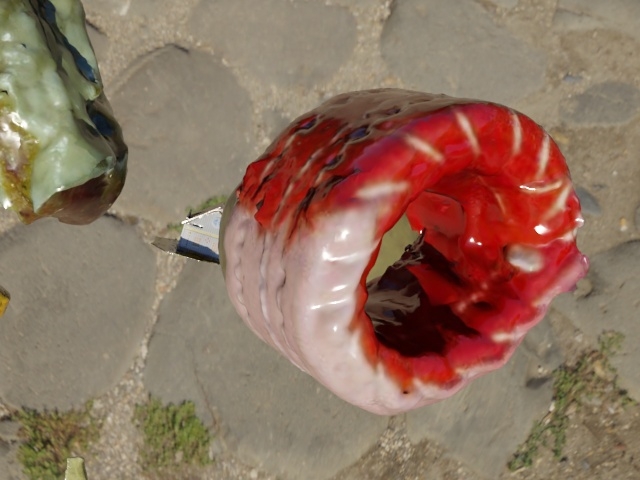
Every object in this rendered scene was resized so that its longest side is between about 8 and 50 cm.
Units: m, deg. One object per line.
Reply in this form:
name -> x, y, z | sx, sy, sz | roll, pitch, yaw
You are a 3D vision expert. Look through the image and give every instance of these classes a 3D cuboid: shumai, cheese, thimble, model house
shumai -> -0.249, -0.154, 0.693 | 0.204, 0.222, 0.271 | 12, 98, 12
cheese -> -0.447, 0.427, 1.423 | 0.041, 0.084, 0.060 | -7, 67, -12
thimble -> 0.044, 0.000, 0.446 | 0.190, 0.163, 0.125 | -28, 27, -24
model house -> -0.275, -0.030, 1.817 | 0.207, 0.219, 0.135 | 18, 94, -6

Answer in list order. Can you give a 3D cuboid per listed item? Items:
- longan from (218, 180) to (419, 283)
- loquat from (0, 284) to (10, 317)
longan -> 0.000, 0.000, 1.273 | 0.361, 0.361, 0.361 | 2, 59, -3
loquat -> -0.678, 0.113, 1.527 | 0.137, 0.137, 0.113 | 16, 83, 6
